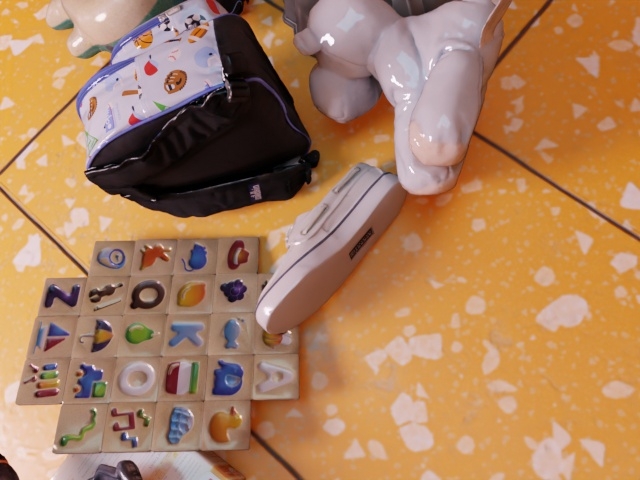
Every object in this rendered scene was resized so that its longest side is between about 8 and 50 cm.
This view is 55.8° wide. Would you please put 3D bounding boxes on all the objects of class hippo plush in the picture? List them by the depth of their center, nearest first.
[{"bbox_3d":[0.081,-0.200,0.728,0.237,0.294,0.234,18,54,11],"label":"hippo plush"}]

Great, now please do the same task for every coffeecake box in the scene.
[{"bbox_3d":[-0.209,0.293,0.729,0.185,0.068,0.142,32,79,18],"label":"coffeecake box"}]

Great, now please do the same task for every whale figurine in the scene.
[{"bbox_3d":[-0.319,-0.366,0.952,0.272,0.141,0.216,11,73,38],"label":"whale figurine"}]

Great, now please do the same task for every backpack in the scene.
[{"bbox_3d":[-0.173,-0.158,0.781,0.263,0.276,0.213,-26,65,7],"label":"backpack"}]

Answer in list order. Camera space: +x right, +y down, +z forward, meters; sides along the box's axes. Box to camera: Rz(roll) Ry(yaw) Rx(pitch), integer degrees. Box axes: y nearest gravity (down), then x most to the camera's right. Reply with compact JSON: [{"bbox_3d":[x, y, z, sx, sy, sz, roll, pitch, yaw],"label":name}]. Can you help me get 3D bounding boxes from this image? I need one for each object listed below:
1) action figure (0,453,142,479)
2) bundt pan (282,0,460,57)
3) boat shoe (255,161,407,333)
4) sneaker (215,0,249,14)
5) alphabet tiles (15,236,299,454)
[{"bbox_3d":[-0.340,0.374,0.626,0.330,0.178,0.341,16,92,27],"label":"action figure"},{"bbox_3d":[0.088,-0.414,0.886,0.331,0.124,0.330,-3,72,9],"label":"bundt pan"},{"bbox_3d":[0.000,0.000,0.774,0.088,0.096,0.267,33,74,28],"label":"boat shoe"},{"bbox_3d":[-0.152,-0.414,0.954,0.081,0.090,0.232,-14,47,26],"label":"sneaker"},{"bbox_3d":[-0.196,0.121,0.768,0.343,0.011,0.285,-1,59,0],"label":"alphabet tiles"}]
